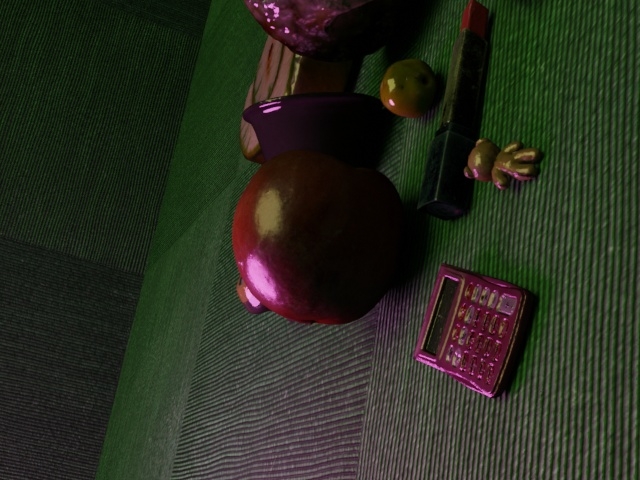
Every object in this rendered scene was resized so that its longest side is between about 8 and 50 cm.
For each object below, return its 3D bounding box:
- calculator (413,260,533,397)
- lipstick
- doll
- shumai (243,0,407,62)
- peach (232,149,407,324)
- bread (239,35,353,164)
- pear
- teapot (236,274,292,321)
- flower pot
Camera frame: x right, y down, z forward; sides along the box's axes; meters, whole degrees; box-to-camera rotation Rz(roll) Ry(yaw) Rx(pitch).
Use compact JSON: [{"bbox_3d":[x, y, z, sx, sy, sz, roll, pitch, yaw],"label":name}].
[{"bbox_3d":[0.172,0.100,1.047,0.190,0.034,0.126,20,92,65],"label":"calculator"},{"bbox_3d":[0.187,-0.180,1.226,0.051,0.051,0.312,147,139,-63],"label":"lipstick"},{"bbox_3d":[0.211,-0.090,1.072,0.093,0.051,0.061,-3,64,68],"label":"doll"},{"bbox_3d":[0.080,-0.511,1.480,0.348,0.395,0.395,-20,52,42],"label":"shumai"},{"bbox_3d":[0.000,0.000,1.284,0.252,0.252,0.252,-162,90,-71],"label":"peach"},{"bbox_3d":[-0.049,-0.322,1.878,0.382,0.129,0.366,145,136,-62],"label":"bread"},{"bbox_3d":[0.127,-0.225,1.371,0.097,0.092,0.092,-39,38,57],"label":"pear"},{"bbox_3d":[-0.078,0.070,1.630,0.130,0.119,0.165,-57,15,19],"label":"teapot"},{"bbox_3d":[-0.006,-0.151,1.532,0.235,0.235,0.148,165,100,-68],"label":"flower pot"}]
